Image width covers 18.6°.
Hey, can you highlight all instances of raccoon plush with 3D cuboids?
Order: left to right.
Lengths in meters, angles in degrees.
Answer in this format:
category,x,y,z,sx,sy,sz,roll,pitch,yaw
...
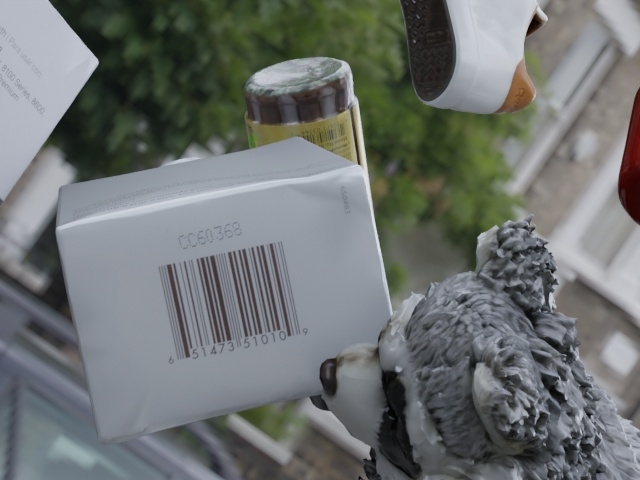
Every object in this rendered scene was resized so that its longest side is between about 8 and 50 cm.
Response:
category,x,y,z,sx,sy,sz,roll,pitch,yaw
raccoon plush,0.208,0.137,1.303,0.446,0.299,0.216,0,48,-21

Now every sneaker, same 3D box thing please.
category,x,y,z,sx,sy,sz,roll,pitch,yaw
sneaker,0.137,-0.239,1.789,0.123,0.290,0.106,11,-27,-29

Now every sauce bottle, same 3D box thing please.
category,x,y,z,sx,sy,sz,roll,pitch,yaw
sauce bottle,0.000,0.000,1.892,0.111,0.111,0.344,26,-51,57

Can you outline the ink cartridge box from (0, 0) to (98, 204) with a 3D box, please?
category,x,y,z,sx,sy,sz,roll,pitch,yaw
ink cartridge box,-0.407,-0.064,1.537,0.285,0.395,0.166,20,-20,37

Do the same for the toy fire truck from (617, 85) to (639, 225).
category,x,y,z,sx,sy,sz,roll,pitch,yaw
toy fire truck,0.271,-0.036,1.277,0.217,0.158,0.246,30,-32,-24

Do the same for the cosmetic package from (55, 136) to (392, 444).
category,x,y,z,sx,sy,sz,roll,pitch,yaw
cosmetic package,-0.080,0.023,1.453,0.385,0.217,0.156,-135,-146,-83
